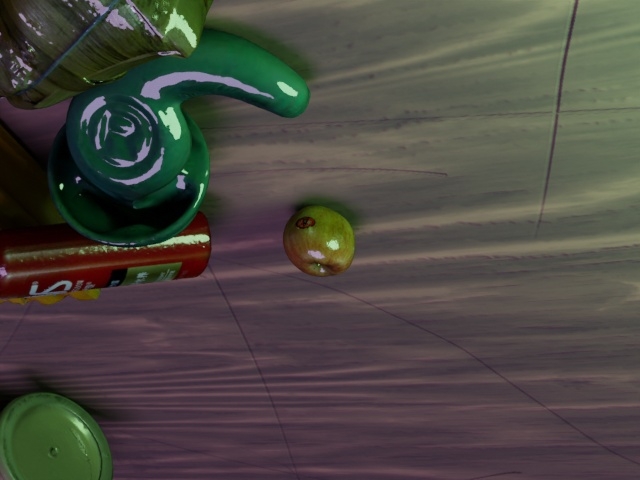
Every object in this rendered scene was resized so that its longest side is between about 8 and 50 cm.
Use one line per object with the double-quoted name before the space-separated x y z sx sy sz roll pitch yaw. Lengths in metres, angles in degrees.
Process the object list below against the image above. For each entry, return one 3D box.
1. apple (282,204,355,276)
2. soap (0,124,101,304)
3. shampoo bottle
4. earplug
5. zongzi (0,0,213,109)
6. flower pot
"apple" 0.000 0.000 1.462 0.084 0.071 0.084 7 155 3
"soap" -0.413 -0.043 1.531 0.204 0.096 0.324 -6 143 26
"shampoo bottle" -0.282 0.019 1.455 0.314 0.076 0.118 -6 171 -25
"earplug" -0.159 -0.100 1.333 0.164 0.257 0.280 51 166 10
"zongzi" -0.265 -0.244 1.136 0.251 0.125 0.274 -20 133 32
"flower pot" -0.487 0.380 2.067 0.307 0.307 0.244 34 126 -29
